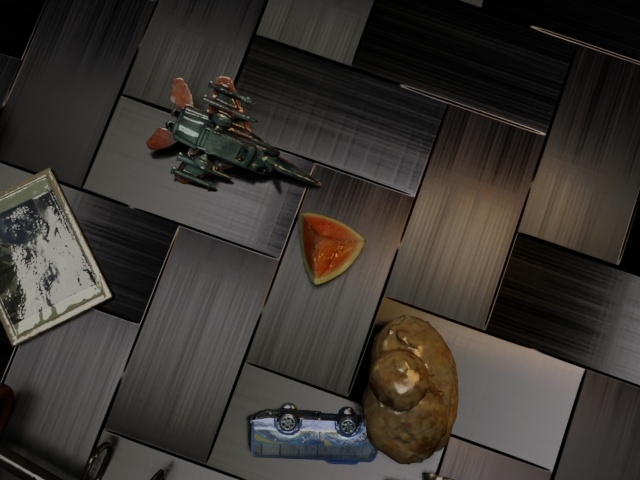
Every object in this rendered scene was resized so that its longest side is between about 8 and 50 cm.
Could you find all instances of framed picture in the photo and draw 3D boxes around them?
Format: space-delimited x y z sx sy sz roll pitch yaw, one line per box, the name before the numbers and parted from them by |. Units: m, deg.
framed picture | -0.535 0.029 1.874 0.209 0.019 0.281 -29 82 -6

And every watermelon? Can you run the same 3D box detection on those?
watermelon | 0.000 0.000 1.852 0.125 0.094 0.135 -42 79 1

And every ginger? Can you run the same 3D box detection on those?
ginger | 0.152 0.262 1.712 0.155 0.304 0.244 -5 96 10

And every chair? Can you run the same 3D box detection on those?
chair | -0.492 0.396 1.710 0.401 0.226 0.226 27 81 4

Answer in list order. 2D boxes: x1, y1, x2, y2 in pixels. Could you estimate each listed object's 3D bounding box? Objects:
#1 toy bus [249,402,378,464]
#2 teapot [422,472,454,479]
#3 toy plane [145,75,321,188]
toy bus | -0.009 0.347 1.806 0.237 0.079 0.094 3 96 0
teapot | 0.197 0.572 1.708 0.271 0.200 0.336 12 78 1
toy plane | -0.149 -0.169 1.873 0.326 0.104 0.222 27 108 0
